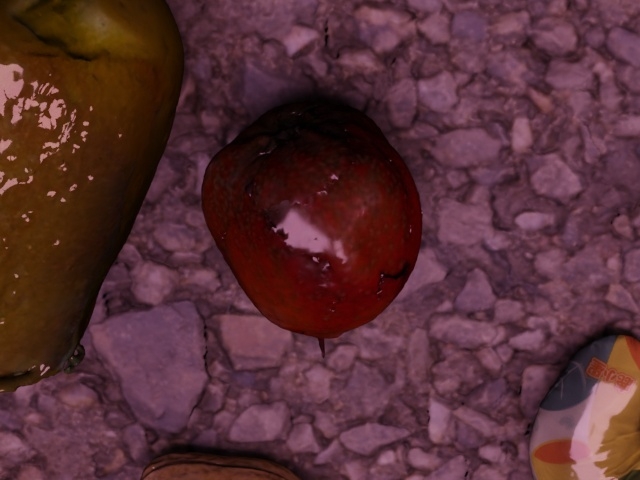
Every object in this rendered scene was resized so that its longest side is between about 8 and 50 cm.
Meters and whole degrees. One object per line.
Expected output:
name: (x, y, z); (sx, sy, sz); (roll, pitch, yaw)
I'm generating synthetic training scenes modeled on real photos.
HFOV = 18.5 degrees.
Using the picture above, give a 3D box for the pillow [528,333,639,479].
pillow: (0.301, 0.184, 1.724); (0.233, 0.086, 0.214); (7, 106, 5)

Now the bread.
bread: (-0.251, -0.054, 1.565); (0.251, 0.208, 0.376); (1, 123, -41)

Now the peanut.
peanut: (-0.079, 0.237, 1.785); (0.174, 0.080, 0.080); (8, 117, -1)

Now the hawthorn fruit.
hawthorn fruit: (0.000, 0.000, 1.620); (0.181, 0.181, 0.235); (-5, 128, 8)
